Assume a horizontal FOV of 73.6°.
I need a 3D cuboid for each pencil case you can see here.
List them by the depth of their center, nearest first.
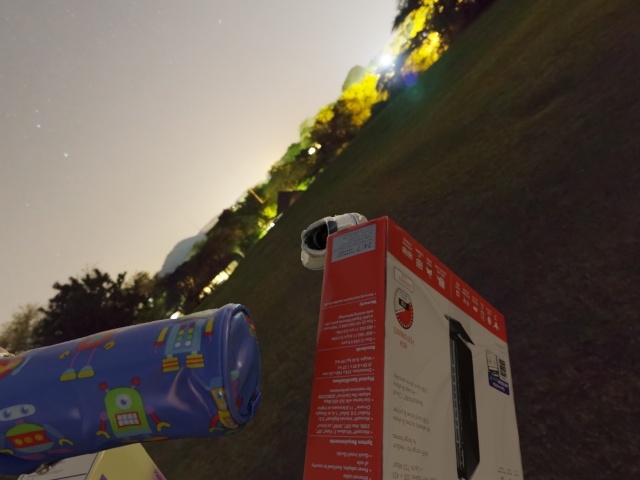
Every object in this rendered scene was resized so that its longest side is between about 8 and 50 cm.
[{"bbox_3d":[-0.209,0.160,0.445,0.306,0.133,0.119,-14,3,7],"label":"pencil case"}]

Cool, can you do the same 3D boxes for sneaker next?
[{"bbox_3d":[0.000,0.000,0.886,0.091,0.094,0.258,3,-20,-24],"label":"sneaker"}]

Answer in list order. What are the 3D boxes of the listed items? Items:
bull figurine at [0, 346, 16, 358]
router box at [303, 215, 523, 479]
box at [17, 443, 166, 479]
[{"bbox_3d":[-0.724,0.259,0.899,0.188,0.311,0.101,82,-149,-63],"label":"bull figurine"},{"bbox_3d":[0.128,0.182,0.489,0.082,0.335,0.301,-18,54,36],"label":"router box"},{"bbox_3d":[-0.304,0.401,0.544,0.117,0.213,0.243,-13,29,7],"label":"box"}]
